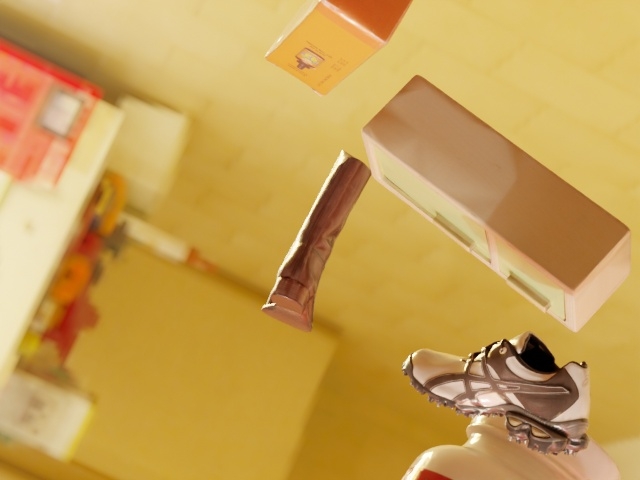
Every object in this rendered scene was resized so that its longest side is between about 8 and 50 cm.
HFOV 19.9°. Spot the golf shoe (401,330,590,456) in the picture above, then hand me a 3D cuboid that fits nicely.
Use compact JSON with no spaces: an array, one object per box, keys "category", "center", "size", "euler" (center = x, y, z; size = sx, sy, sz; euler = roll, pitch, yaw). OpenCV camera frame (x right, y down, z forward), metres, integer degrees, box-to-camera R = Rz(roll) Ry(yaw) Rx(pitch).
[{"category":"golf shoe","center":[0.160,0.117,1.598],"size":[0.198,0.077,0.094],"euler":[21,-77,39]}]

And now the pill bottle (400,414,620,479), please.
[{"category":"pill bottle","center":[0.145,0.373,1.966],"size":[0.408,0.229,0.229],"euler":[-53,-174,-16]}]

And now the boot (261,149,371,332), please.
[{"category":"boot","center":[0.000,0.000,1.223],"size":[0.106,0.037,0.114],"euler":[114,-1,-75]}]

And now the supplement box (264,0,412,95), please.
[{"category":"supplement box","center":[0.019,-0.213,1.790],"size":[0.080,0.078,0.233],"euler":[-60,-171,-17]}]

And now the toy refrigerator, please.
[{"category":"toy refrigerator","center":[0.167,-0.034,1.763],"size":[0.094,0.269,0.102],"euler":[-46,157,-13]}]
